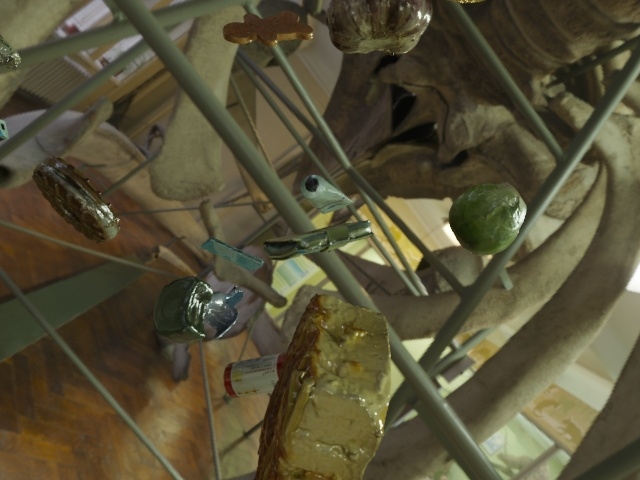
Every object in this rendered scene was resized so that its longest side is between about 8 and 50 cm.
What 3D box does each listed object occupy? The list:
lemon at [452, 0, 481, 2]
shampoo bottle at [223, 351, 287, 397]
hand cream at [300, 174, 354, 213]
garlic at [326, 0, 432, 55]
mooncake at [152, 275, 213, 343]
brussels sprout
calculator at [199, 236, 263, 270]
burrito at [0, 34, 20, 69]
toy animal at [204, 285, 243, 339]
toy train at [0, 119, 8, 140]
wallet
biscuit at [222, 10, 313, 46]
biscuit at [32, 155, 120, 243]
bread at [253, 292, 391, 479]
[{"bbox_3d":[0.231,-0.449,0.707,0.204,0.260,0.204,55,-18,28],"label":"lemon"},{"bbox_3d":[-0.132,0.377,1.424,0.104,0.278,0.104,-15,90,-71],"label":"shampoo bottle"},{"bbox_3d":[0.016,-0.128,1.480,0.321,0.109,0.067,23,46,-74],"label":"hand cream"},{"bbox_3d":[0.130,-0.513,1.118,0.245,0.245,0.160,-140,-127,-86],"label":"garlic"},{"bbox_3d":[-0.349,0.181,1.308,0.169,0.175,0.104,24,-12,43],"label":"mooncake"},{"bbox_3d":[0.535,-0.071,1.610,0.244,0.244,0.244,52,-1,1],"label":"brussels sprout"},{"bbox_3d":[-0.227,0.036,1.305,0.172,0.057,0.018,27,41,-35],"label":"calculator"},{"bbox_3d":[-0.829,-0.507,1.249,0.188,0.058,0.045,49,0,-16],"label":"burrito"},{"bbox_3d":[-0.331,0.202,1.489,0.239,0.255,0.176,25,-36,36],"label":"toy animal"},{"bbox_3d":[-0.511,-0.166,0.671,0.207,0.043,0.047,-4,82,-86],"label":"toy train"},{"bbox_3d":[0.000,0.000,0.811,0.110,0.155,0.039,-6,-83,59],"label":"wallet"},{"bbox_3d":[-0.155,-0.586,1.403,0.165,0.250,0.036,52,-30,32],"label":"biscuit"},{"bbox_3d":[-0.802,-0.128,1.649,0.332,0.103,0.332,30,-29,19],"label":"biscuit"},{"bbox_3d":[-0.010,0.224,0.584,0.114,0.274,0.184,15,23,-2],"label":"bread"}]
